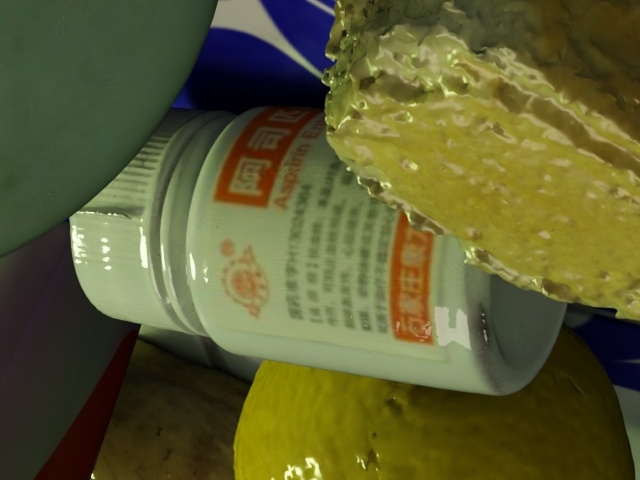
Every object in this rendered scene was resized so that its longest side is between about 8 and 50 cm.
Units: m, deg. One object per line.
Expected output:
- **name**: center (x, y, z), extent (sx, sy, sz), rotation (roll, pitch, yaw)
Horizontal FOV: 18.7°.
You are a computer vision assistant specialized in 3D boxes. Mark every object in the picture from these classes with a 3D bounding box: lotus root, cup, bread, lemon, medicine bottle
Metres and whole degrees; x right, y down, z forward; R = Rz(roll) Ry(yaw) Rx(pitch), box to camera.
- **lotus root**: center (-0.115, 0.157, 1.478), extent (0.257, 0.140, 0.154), rotation (28, -163, 11)
- **cup**: center (-0.229, 0.135, 1.336), extent (0.203, 0.288, 0.203), rotation (18, 156, 8)
- **bread**: center (0.115, -0.059, 0.866), extent (0.245, 0.121, 0.174), rotation (30, 146, -7)
- **lemon**: center (0.061, 0.133, 1.171), extent (0.253, 0.228, 0.228), rotation (9, 155, 51)
- **medicine bottle**: center (0.000, 0.000, 1.052), extent (0.252, 0.144, 0.144), rotation (5, 150, 29)

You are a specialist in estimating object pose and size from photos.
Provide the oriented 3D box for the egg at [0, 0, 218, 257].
- **egg**: center (-0.189, -0.118, 0.807), extent (0.276, 0.276, 0.389), rotation (33, 156, -22)
